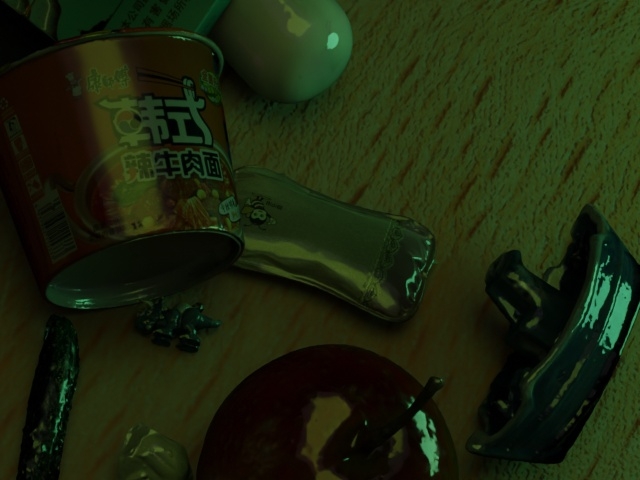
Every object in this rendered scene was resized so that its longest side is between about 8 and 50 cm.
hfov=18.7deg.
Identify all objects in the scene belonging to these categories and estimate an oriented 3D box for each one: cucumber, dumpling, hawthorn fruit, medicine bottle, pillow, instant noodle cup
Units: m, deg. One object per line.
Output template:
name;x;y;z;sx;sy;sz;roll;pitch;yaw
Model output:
cucumber;-0.251;0.178;1.763;0.044;0.043;0.256;13;58;-11
dumpling;-0.149;0.207;1.762;0.052;0.076;0.057;10;51;21
hawthorn fruit;-0.002;0.202;1.705;0.231;0.263;0.235;32;84;31
medicine bottle;-0.100;-0.283;2.012;0.130;0.130;0.341;-34;72;-27
pillow;0.000;0.000;1.925;0.233;0.038;0.130;22;55;3
instant noodle cup;-0.189;-0.058;1.809;0.250;0.250;0.192;-10;71;-18

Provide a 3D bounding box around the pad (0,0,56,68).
pad;-0.343;-0.300;2.040;0.202;0.005;0.300;-34;73;-27

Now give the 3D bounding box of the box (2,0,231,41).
box;-0.212;-0.259;1.956;0.229;0.041;0.162;38;99;15

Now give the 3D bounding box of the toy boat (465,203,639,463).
toy boat;0.213;0.085;1.871;0.142;0.129;0.309;33;59;-6

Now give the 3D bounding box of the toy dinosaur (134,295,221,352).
toy dinosaur;-0.136;0.077;1.854;0.083;0.030;0.047;13;61;-6
